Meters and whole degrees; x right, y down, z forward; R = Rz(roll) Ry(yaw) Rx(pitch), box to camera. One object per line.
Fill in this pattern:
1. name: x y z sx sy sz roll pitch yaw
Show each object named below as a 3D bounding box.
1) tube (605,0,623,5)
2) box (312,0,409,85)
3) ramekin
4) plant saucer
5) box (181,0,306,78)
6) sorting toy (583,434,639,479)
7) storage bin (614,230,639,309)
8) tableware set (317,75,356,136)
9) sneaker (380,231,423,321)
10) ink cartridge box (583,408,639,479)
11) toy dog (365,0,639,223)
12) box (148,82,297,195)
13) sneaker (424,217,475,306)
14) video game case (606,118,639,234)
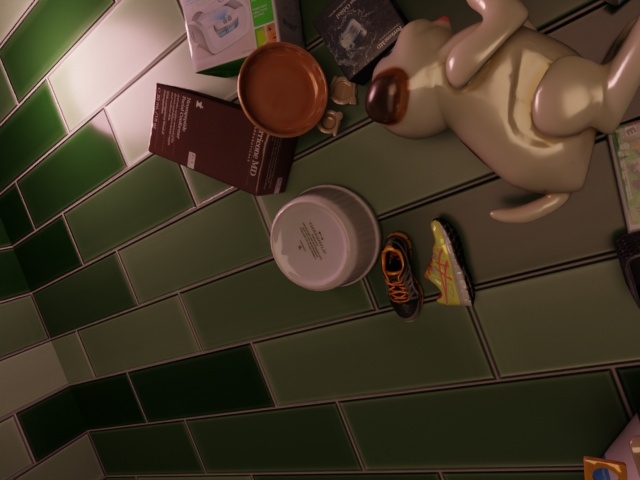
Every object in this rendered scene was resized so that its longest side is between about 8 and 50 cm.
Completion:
1. tube: 0.552 -0.478 0.643 0.080 0.052 0.207 48 113 3
2. box: 0.095 -0.446 0.862 0.156 0.093 0.158 -33 87 30
3. ramekin: 0.000 0.000 0.996 0.273 0.127 0.272 7 105 27
4. plant saucer: -0.083 -0.327 0.895 0.037 0.200 0.199 -152 61 -70
5. box: -0.185 -0.540 0.972 0.262 0.127 0.230 -1 103 29
6. sorting toy: 0.608 0.399 0.622 0.348 0.047 0.195 -19 92 31
7. storage bin: 0.623 0.039 0.686 0.180 0.084 0.121 -18 108 31
8. tableware set: -0.003 -0.327 0.945 0.169 0.020 0.140 19 93 5
9. sneaker: 0.181 0.092 0.949 0.084 0.083 0.214 -11 98 28
10. ink cartridge box: 0.709 0.423 0.697 0.286 0.166 0.394 26 112 21
11. toy dog: 0.292 -0.261 0.730 0.409 0.285 0.394 23 129 23
12. box: -0.261 -0.267 1.068 0.382 0.143 0.190 22 110 20
13. sneaker: 0.268 0.054 0.895 0.094 0.082 0.208 -14 95 32
14. video game case: 0.627 -0.120 0.696 0.194 0.023 0.212 -13 95 29
